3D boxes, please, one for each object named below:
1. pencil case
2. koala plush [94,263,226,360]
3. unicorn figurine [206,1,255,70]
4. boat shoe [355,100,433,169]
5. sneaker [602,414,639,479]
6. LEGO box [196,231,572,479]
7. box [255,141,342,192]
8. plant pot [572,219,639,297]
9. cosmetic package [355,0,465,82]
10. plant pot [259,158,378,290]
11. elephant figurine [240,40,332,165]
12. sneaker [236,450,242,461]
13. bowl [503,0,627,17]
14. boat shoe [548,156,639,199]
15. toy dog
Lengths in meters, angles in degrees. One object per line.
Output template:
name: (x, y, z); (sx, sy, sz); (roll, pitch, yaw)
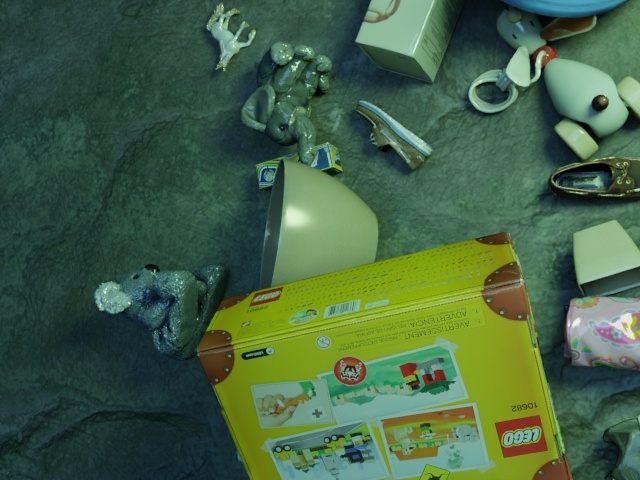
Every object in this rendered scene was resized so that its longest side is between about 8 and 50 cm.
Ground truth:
pencil case: (0.539, 0.156, 1.149); (0.284, 0.124, 0.124); (0, 83, 24)
koala plush: (-0.344, 0.131, 1.486); (0.221, 0.196, 0.203); (15, 99, 20)
unicorn figurine: (-0.203, -0.447, 1.578); (0.111, 0.060, 0.162); (-42, 53, 13)
boat shoe: (0.131, -0.207, 1.393); (0.183, 0.066, 0.066); (40, 100, 22)
sneaker: (0.520, 0.400, 1.145); (0.106, 0.078, 0.234); (-18, 72, 23)
LEGO box: (0.108, 0.239, 1.152); (0.500, 0.193, 0.372); (-13, 110, 12)
box: (-0.044, -0.148, 1.463); (0.169, 0.059, 0.054); (-15, 79, 21)
plant pot: (0.480, 0.030, 1.198); (0.109, 0.109, 0.096); (-20, 63, 19)
cosmetic package: (0.195, -0.475, 1.359); (0.129, 0.153, 0.296); (22, 90, 24)
plant pot: (0.000, 0.000, 1.337); (0.191, 0.284, 0.284); (8, 85, -10)
elephant figurine: (-0.075, -0.264, 1.433); (0.170, 0.186, 0.239); (13, 83, -4)
sneaker: (-0.033, 0.346, 1.382); (0.129, 0.111, 0.297); (40, 103, 7)
bowl: (0.405, -0.563, 1.220); (0.391, 0.077, 0.391); (2, 67, -4)
boat shoe: (0.500, -0.106, 1.222); (0.207, 0.073, 0.073); (-8, 79, 20)
toy dog: (0.417, -0.291, 1.233); (0.334, 0.161, 0.220); (34, 96, 23)
